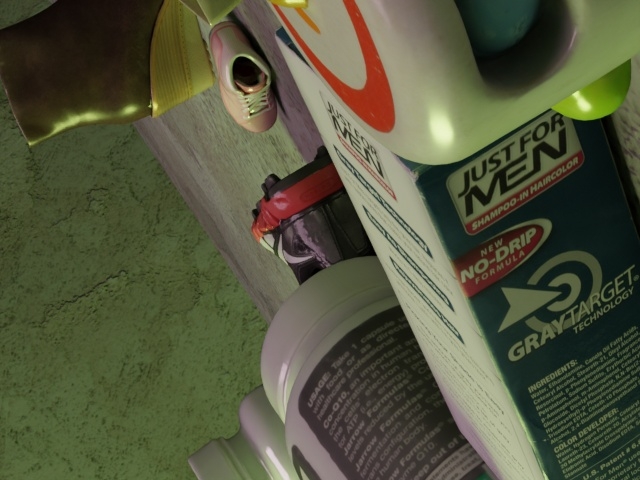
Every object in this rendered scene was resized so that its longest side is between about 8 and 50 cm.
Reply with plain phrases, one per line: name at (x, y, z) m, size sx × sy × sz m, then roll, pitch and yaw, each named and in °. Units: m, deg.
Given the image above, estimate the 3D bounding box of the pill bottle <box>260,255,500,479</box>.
pill bottle at (0.096, 0.163, 1.258) m, size 0.361 × 0.204 × 0.204 m, roll 48°, pitch 168°, yaw 54°

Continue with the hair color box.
hair color box at (0.109, 0.022, 0.951) m, size 0.174 × 0.105 × 0.347 m, roll 49°, pitch 169°, yaw 50°

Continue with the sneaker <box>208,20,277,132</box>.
sneaker at (-0.072, -0.150, 1.673) m, size 0.070 × 0.051 × 0.134 m, roll 57°, pitch 171°, yaw 50°

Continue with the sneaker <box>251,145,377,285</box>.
sneaker at (0.000, 0.000, 1.644) m, size 0.135 × 0.097 × 0.276 m, roll 59°, pitch 172°, yaw 4°

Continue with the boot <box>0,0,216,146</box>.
boot at (-0.230, -0.232, 1.650) m, size 0.090 × 0.207 × 0.248 m, roll -143°, pitch 37°, yaw -79°

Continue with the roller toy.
roller toy at (0.035, -0.133, 0.610) m, size 0.209 × 0.146 × 0.191 m, roll 57°, pitch 173°, yaw 9°

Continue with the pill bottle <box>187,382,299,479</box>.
pill bottle at (0.020, 0.174, 1.551) m, size 0.152 × 0.272 × 0.152 m, roll 56°, pitch 173°, yaw 11°

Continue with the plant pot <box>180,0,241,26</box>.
plant pot at (-0.076, -0.230, 1.163) m, size 0.109 × 0.096 × 0.109 m, roll 61°, pitch 172°, yaw -30°
